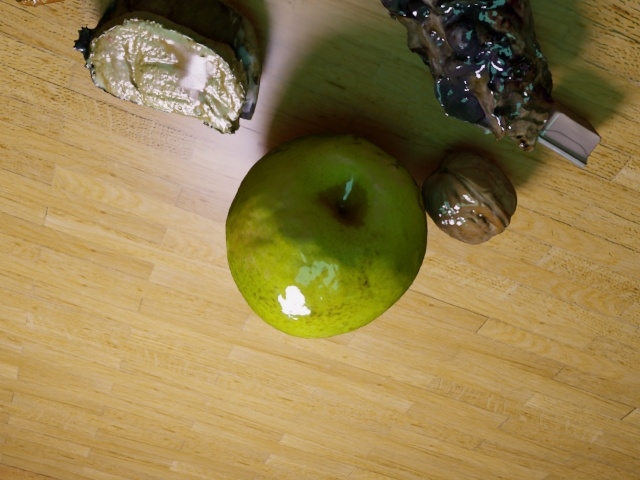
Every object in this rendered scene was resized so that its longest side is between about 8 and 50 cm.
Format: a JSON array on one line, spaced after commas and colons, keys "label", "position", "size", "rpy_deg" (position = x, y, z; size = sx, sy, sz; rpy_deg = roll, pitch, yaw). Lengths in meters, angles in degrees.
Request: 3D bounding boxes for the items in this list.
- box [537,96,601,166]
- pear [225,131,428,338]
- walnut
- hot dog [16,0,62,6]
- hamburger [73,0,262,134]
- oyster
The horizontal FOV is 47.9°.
[{"label": "box", "position": [0.422, -0.191, 1.249], "size": [0.122, 0.089, 0.062], "rpy_deg": [28, 120, -18]}, {"label": "pear", "position": [0.000, 0.000, 1.304], "size": [0.390, 0.391, 0.391], "rpy_deg": [3, 133, 4]}, {"label": "walnut", "position": [0.279, -0.074, 1.330], "size": [0.155, 0.155, 0.184], "rpy_deg": [-34, 123, 31]}, {"label": "hot dog", "position": [-0.427, -0.421, 1.162], "size": [0.164, 0.045, 0.071], "rpy_deg": [-6, 129, 14]}, {"label": "hamburger", "position": [-0.232, -0.315, 1.177], "size": [0.308, 0.133, 0.211], "rpy_deg": [20, 131, -12]}, {"label": "oyster", "position": [0.234, -0.280, 1.144], "size": [0.221, 0.096, 0.361], "rpy_deg": [2, 132, 39]}]
